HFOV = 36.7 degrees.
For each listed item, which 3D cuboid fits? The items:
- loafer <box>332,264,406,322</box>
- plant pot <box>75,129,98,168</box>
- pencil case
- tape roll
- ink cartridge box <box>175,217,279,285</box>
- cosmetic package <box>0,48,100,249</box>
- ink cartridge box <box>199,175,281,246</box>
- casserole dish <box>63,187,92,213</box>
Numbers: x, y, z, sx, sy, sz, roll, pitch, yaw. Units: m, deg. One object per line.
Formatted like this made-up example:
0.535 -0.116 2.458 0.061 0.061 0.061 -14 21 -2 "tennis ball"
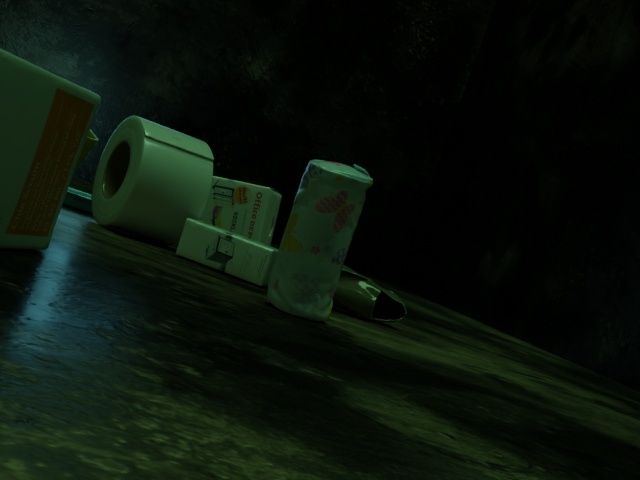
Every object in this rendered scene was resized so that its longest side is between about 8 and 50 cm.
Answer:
0.083 0.111 2.002 0.251 0.094 0.087 19 -3 -34 "loafer"
-0.621 -0.202 1.987 0.212 0.187 0.212 19 18 -42 "plant pot"
0.000 0.000 1.630 0.124 0.273 0.113 11 12 -28 "pencil case"
-0.364 -0.127 2.074 0.169 0.246 0.246 18 2 -32 "tape roll"
-0.182 0.025 1.975 0.190 0.082 0.139 18 1 9 "ink cartridge box"
-0.434 -0.123 1.092 0.161 0.230 0.453 20 2 9 "cosmetic package"
-0.231 -0.061 2.322 0.232 0.171 0.168 12 -1 7 "ink cartridge box"
-0.574 -0.096 2.294 0.114 0.037 0.188 19 2 -25 "casserole dish"
